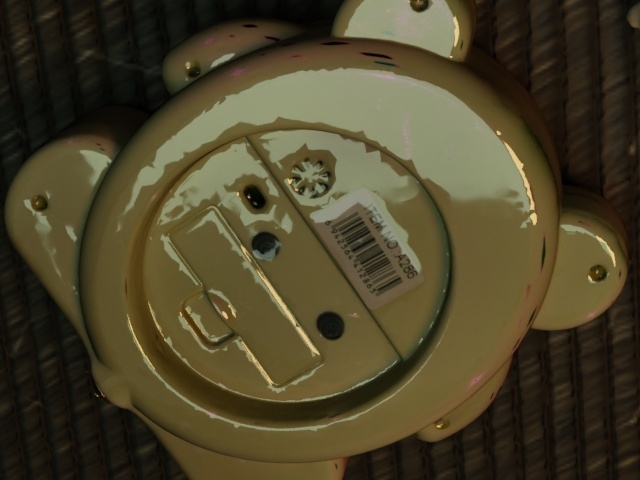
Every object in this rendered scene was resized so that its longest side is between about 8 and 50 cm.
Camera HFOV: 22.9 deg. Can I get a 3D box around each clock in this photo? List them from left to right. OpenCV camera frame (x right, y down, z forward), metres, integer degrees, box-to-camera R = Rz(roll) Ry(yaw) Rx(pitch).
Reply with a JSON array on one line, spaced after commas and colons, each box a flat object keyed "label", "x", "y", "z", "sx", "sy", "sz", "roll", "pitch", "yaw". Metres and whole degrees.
[{"label": "clock", "x": 0.000, "y": 0.000, "z": 0.933, "sx": 0.309, "sy": 0.114, "sz": 0.284, "roll": -31, "pitch": 100, "yaw": 19}]

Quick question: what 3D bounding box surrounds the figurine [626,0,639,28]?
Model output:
[{"label": "figurine", "x": 0.220, "y": -0.139, "z": 0.836, "sx": 0.138, "sy": 0.110, "sz": 0.245, "roll": -42, "pitch": 93, "yaw": -1}]
